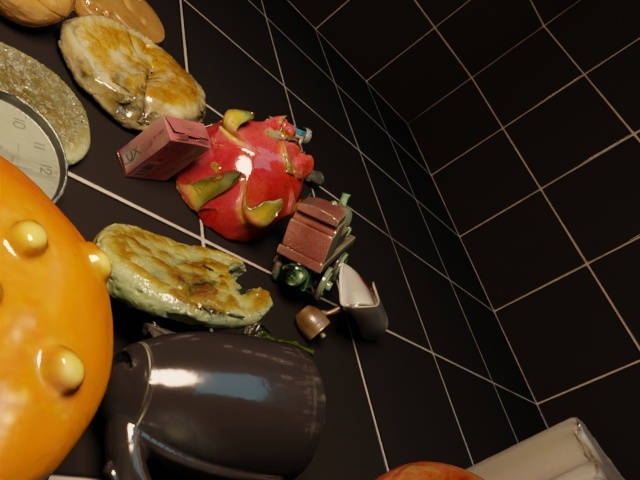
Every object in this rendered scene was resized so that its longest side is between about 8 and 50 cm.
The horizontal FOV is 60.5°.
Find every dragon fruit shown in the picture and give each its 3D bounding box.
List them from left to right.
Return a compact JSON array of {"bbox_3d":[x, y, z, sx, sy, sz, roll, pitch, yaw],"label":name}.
[{"bbox_3d":[-0.154,-0.164,1.234,0.305,0.226,0.305,45,27,-30],"label":"dragon fruit"}]

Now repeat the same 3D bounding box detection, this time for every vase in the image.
[{"bbox_3d":[-0.059,-0.212,1.678,0.167,0.059,0.059,23,40,-52],"label":"vase"}]

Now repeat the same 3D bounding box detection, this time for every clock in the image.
[{"bbox_3d":[-0.460,-0.119,0.763,0.215,0.042,0.214,32,45,-40],"label":"clock"}]

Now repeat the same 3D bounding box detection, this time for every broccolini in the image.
[{"bbox_3d":[-0.082,0.214,1.133,0.218,0.044,0.042,37,14,-47],"label":"broccolini"}]

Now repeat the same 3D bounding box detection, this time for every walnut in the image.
[{"bbox_3d":[-0.542,-0.480,0.985,0.197,0.165,0.165,53,22,-27],"label":"walnut"}]

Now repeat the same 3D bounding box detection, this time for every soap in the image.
[{"bbox_3d":[0.430,0.611,1.097,0.350,0.435,0.213,50,19,-6],"label":"soap"}]

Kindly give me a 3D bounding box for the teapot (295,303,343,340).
[{"bbox_3d":[-0.002,0.177,1.249,0.080,0.110,0.085,49,-16,5],"label":"teapot"}]

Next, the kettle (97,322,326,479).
[{"bbox_3d":[-0.157,0.248,0.743,0.290,0.207,0.268,23,45,-40],"label":"kettle"}]

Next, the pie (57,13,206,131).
[{"bbox_3d":[-0.399,-0.356,1.188,0.339,0.077,0.339,33,33,-25],"label":"pie"}]

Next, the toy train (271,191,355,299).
[{"bbox_3d":[0.000,0.000,1.295,0.150,0.221,0.304,25,20,10],"label":"toy train"}]

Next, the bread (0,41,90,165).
[{"bbox_3d":[-0.493,-0.228,0.899,0.267,0.041,0.266,42,27,-28],"label":"bread"}]

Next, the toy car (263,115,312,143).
[{"bbox_3d":[-0.119,-0.319,1.682,0.126,0.098,0.162,14,7,-38],"label":"toy car"}]

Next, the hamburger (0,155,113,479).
[{"bbox_3d":[-0.374,0.082,0.436,0.396,0.278,0.395,42,26,-27],"label":"hamburger"}]

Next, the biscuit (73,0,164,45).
[{"bbox_3d":[-0.517,-0.588,1.300,0.355,0.052,0.275,26,38,-47],"label":"biscuit"}]

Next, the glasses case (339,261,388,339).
[{"bbox_3d":[0.109,0.152,1.357,0.308,0.083,0.128,60,17,-65],"label":"glasses case"}]

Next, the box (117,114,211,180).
[{"bbox_3d":[-0.299,-0.175,1.058,0.111,0.156,0.059,1,65,-60],"label":"box"}]

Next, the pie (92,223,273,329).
[{"bbox_3d":[-0.225,0.055,0.881,0.303,0.066,0.302,26,12,-6],"label":"pie"}]

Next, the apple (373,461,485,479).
[{"bbox_3d":[0.164,0.517,0.850,0.319,0.319,0.277,59,23,7],"label":"apple"}]
